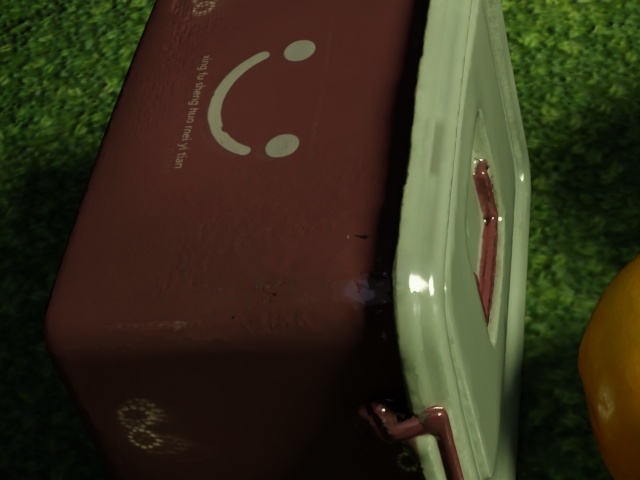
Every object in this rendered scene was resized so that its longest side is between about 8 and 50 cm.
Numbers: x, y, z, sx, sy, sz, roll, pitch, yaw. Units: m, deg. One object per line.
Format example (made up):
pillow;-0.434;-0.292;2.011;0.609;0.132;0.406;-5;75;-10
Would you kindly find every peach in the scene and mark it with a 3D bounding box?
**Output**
peach;0.179;0.054;0.642;0.138;0.138;0.138;-5;42;4

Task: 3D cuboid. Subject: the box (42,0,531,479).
box;0.000;0.000;0.690;0.167;0.193;0.294;-5;42;16
